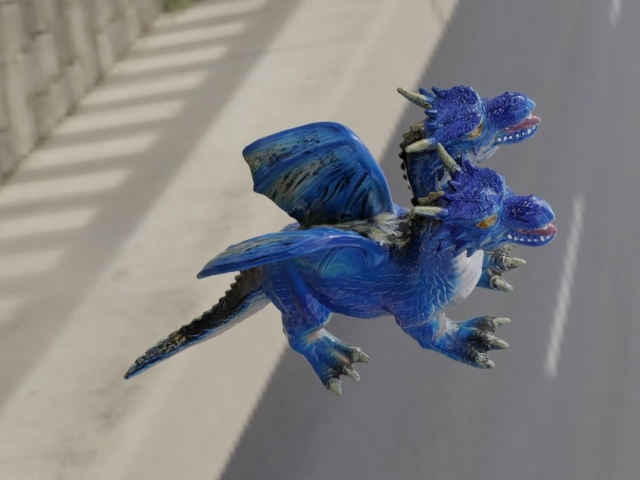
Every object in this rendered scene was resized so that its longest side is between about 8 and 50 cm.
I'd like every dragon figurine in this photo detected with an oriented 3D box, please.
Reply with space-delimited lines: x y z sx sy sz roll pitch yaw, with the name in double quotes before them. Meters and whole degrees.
"dragon figurine" 0.000 0.000 0.822 0.144 0.289 0.085 48 49 -40
